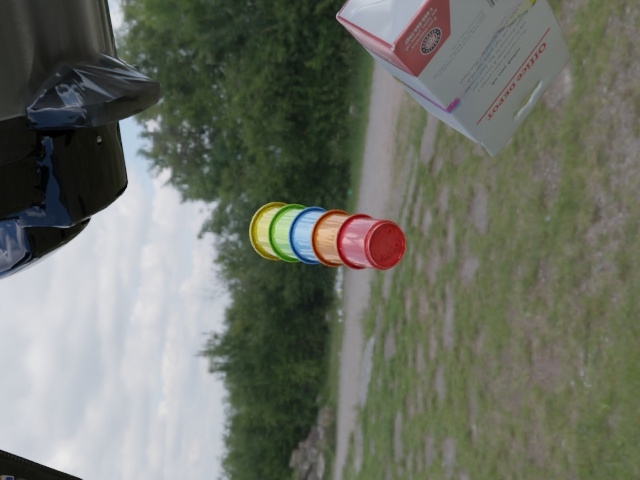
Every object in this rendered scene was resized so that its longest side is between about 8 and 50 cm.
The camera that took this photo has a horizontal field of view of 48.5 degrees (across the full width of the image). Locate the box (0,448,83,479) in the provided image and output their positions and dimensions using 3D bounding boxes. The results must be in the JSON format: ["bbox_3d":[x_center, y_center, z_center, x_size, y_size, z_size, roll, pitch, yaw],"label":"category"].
[{"bbox_3d":[-0.266,0.270,0.463,0.216,0.060,0.270,53,-151,-51],"label":"box"}]

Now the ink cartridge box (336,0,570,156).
[{"bbox_3d":[0.113,-0.156,0.551,0.115,0.198,0.067,-53,53,6],"label":"ink cartridge box"}]

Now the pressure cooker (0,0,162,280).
[{"bbox_3d":[-0.318,-0.160,0.461,0.370,0.376,0.420,32,131,52],"label":"pressure cooker"}]

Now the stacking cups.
[{"bbox_3d":[0.000,0.000,1.011,0.316,0.096,0.096,12,100,62],"label":"stacking cups"}]
